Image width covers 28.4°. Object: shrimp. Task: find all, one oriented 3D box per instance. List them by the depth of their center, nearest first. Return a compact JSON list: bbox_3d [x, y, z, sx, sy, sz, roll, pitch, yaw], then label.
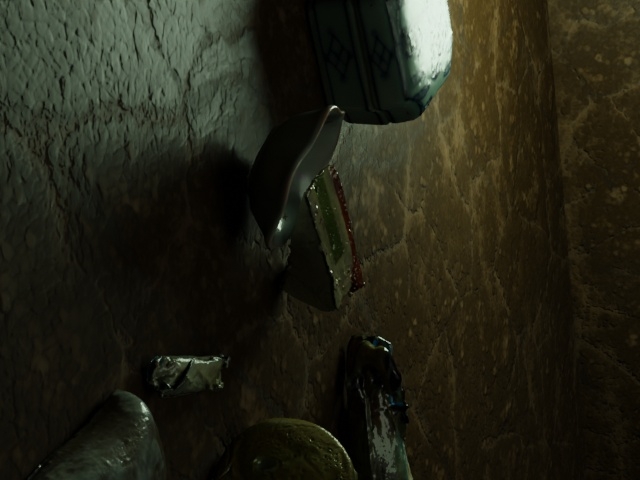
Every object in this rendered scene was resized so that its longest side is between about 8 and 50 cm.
[{"bbox_3d":[0.113,0.362,2.159,0.221,0.110,0.445,-57,144,-59],"label":"shrimp"}]

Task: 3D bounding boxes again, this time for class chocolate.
[{"bbox_3d":[-0.234,0.288,1.393,0.254,0.080,0.157,-51,136,-54],"label":"chocolate"}]

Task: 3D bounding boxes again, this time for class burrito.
[{"bbox_3d":[-0.165,0.169,1.596,0.171,0.042,0.051,7,88,-69],"label":"burrito"}]

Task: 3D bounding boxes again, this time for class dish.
[{"bbox_3d":[-0.049,-0.100,1.750,0.229,0.081,0.229,-62,172,-16],"label":"dish"}]

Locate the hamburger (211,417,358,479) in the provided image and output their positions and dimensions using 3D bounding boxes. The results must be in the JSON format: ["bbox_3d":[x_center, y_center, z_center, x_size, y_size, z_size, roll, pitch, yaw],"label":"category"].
[{"bbox_3d":[-0.042,0.342,1.705,0.122,0.189,0.215,77,24,-49],"label":"hamburger"}]

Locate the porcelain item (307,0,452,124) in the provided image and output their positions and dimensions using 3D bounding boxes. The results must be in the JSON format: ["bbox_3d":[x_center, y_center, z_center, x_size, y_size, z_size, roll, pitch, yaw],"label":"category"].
[{"bbox_3d":[0.107,-0.351,2.056,0.281,0.157,0.285,-52,136,-52],"label":"porcelain item"}]

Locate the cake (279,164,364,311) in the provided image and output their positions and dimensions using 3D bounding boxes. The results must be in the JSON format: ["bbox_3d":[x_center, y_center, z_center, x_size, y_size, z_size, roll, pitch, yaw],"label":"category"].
[{"bbox_3d":[0.016,0.011,1.809,0.086,0.117,0.220,-49,165,-44],"label":"cake"}]
